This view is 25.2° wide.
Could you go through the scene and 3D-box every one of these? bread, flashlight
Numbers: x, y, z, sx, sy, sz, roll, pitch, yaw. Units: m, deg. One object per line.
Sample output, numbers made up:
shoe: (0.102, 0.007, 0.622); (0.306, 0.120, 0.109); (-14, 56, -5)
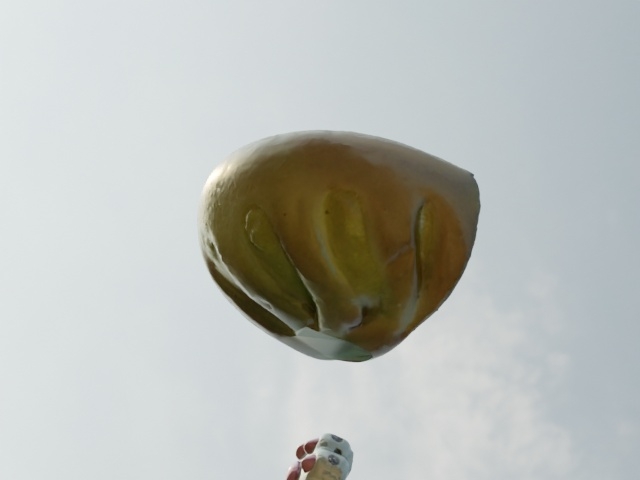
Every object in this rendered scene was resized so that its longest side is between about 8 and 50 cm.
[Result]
bread: (-0.012, 0.000, 1.099); (0.261, 0.156, 0.158); (-23, -130, 59)
flashlight: (-0.030, 0.252, 1.253); (0.047, 0.093, 0.200); (24, -61, -7)
